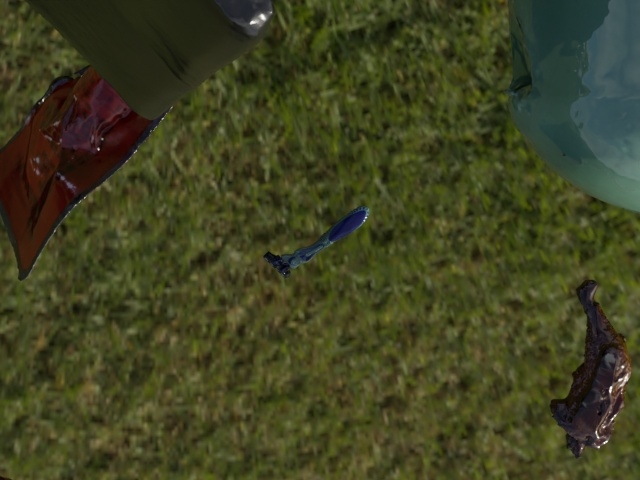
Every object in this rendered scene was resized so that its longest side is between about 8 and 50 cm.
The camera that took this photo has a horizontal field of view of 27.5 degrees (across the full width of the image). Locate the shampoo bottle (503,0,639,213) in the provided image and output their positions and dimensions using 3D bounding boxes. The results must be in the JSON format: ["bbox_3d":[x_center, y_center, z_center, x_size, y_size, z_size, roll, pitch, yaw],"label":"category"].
[{"bbox_3d":[0.142,-0.182,0.496,0.151,0.222,0.349,-3,102,-1],"label":"shampoo bottle"}]

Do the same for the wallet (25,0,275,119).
[{"bbox_3d":[-0.086,-0.107,0.505,0.025,0.244,0.124,-45,99,-13],"label":"wallet"}]

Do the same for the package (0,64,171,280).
[{"bbox_3d":[-0.214,-0.110,1.197,0.269,0.194,0.071,-41,123,12],"label":"package"}]

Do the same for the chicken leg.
[{"bbox_3d":[0.335,0.160,1.594,0.089,0.048,0.219,12,96,-2],"label":"chicken leg"}]

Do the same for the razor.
[{"bbox_3d":[-0.001,0.003,1.610,0.154,0.028,0.044,-32,116,27],"label":"razor"}]

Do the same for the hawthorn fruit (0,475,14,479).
[{"bbox_3d":[-0.195,0.252,0.773,0.266,0.210,0.230,28,151,-10],"label":"hawthorn fruit"}]
